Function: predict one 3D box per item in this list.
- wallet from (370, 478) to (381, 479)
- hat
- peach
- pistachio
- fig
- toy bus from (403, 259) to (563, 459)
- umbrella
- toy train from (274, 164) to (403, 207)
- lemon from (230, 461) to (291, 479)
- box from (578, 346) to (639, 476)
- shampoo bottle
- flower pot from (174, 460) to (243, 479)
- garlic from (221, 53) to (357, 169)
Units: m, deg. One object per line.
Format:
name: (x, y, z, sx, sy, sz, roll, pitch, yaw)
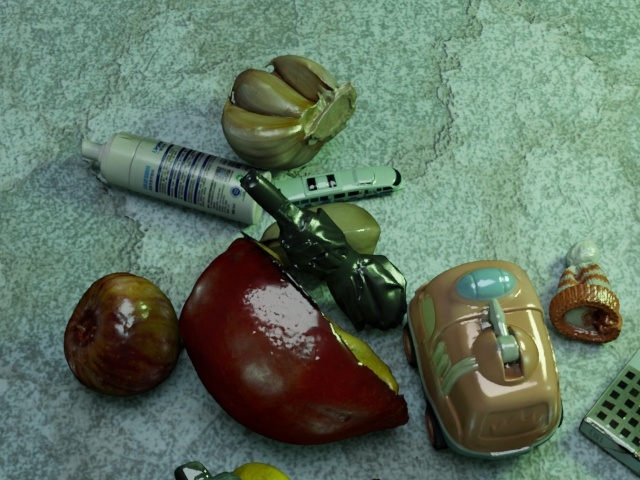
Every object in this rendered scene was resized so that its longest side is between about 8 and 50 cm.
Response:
wallet: (0.108, 0.422, 1.694, 0.110, 0.031, 0.198, -39, 67, -22)
hat: (0.402, 0.070, 1.907, 0.112, 0.094, 0.162, 13, 40, -5)
peach: (-0.053, 0.169, 1.746, 0.201, 0.258, 0.362, -45, 88, -1)
pistachio: (0.000, 0.000, 1.908, 0.185, 0.126, 0.108, -8, 89, 0)
fig: (-0.258, 0.145, 1.804, 0.175, 0.207, 0.175, -15, 64, 34)
toy bus: (0.230, 0.153, 1.755, 0.194, 0.232, 0.288, -10, 61, -4)
umbrella: (0.007, 0.013, 1.797, 0.118, 0.340, 0.118, -31, 33, 23)
toy train: (0.032, -0.087, 2.004, 0.207, 0.047, 0.043, -9, 60, -6)
lemon: (-0.075, 0.347, 1.707, 0.110, 0.082, 0.082, 27, 61, 22)
box: (0.548, 0.297, 1.778, 0.325, 0.047, 0.180, 37, 63, 19)
shampoo bottle: (-0.234, -0.105, 1.982, 0.303, 0.092, 0.092, 15, 59, 9)
flower pot: (-0.173, 0.438, 1.520, 0.282, 0.299, 0.299, -29, 63, -23)
garlic: (-0.060, -0.186, 1.998, 0.191, 0.160, 0.214, 25, 62, 31)
